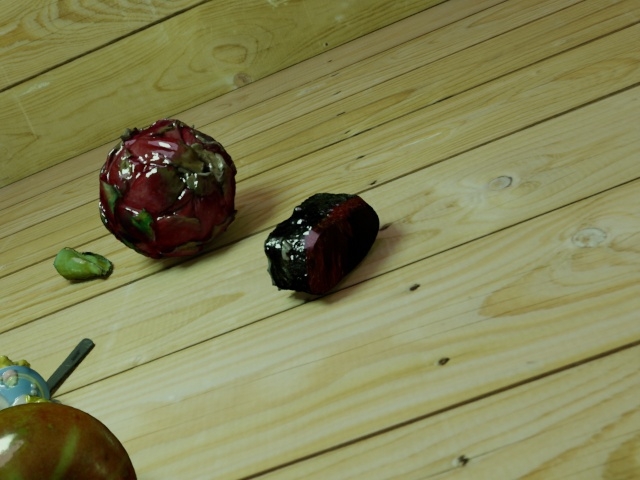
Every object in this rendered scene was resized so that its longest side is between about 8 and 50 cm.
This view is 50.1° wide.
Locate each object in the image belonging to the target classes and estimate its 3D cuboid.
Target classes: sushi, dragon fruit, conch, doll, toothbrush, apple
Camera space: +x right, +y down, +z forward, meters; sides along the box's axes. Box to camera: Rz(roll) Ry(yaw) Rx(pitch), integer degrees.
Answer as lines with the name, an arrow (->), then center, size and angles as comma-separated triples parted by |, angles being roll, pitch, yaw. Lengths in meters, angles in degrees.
sushi -> 0.000, 0.000, 1.227 | 0.126, 0.136, 0.225 | 11, 37, 37
dragon fruit -> -0.344, -0.109, 1.535 | 0.329, 0.329, 0.329 | -19, 26, 10
conch -> -0.592, 0.057, 1.688 | 0.200, 0.080, 0.095 | 7, 23, 20
doll -> -0.486, 0.278, 1.132 | 0.098, 0.135, 0.241 | -39, 42, -24
toothbrush -> -0.507, 0.278, 1.256 | 0.030, 0.031, 0.297 | 13, 36, 13
apple -> -0.358, 0.330, 0.863 | 0.246, 0.246, 0.226 | -43, 13, -33
